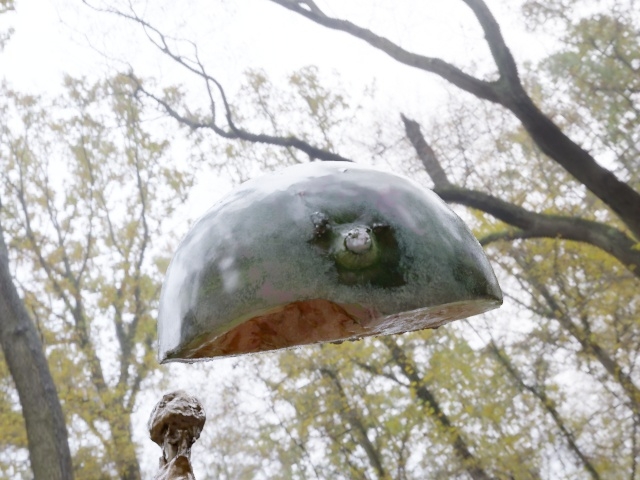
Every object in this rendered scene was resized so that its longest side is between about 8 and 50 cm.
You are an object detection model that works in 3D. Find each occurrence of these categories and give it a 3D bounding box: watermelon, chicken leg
[{"bbox_3d":[0.001,-0.001,0.642,0.321,0.188,0.175,-10,-15,-13],"label":"watermelon"},{"bbox_3d":[-0.123,0.235,0.615,0.107,0.252,0.087,-36,-51,16],"label":"chicken leg"}]
